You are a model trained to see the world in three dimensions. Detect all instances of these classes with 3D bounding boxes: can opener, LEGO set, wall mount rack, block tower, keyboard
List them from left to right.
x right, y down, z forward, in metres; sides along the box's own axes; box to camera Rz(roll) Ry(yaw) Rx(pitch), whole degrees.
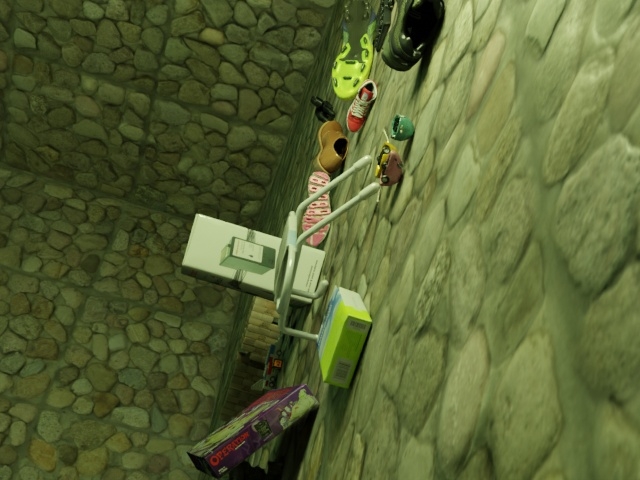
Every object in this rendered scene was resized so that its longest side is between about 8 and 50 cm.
[{"bbox_3d":[-0.169,0.300,2.364,0.091,0.097,0.336,-168,97,-83],"label":"block tower"},{"bbox_3d":[-0.106,0.235,2.177,0.244,0.060,0.182,-82,8,-50],"label":"LEGO set"},{"bbox_3d":[0.000,0.000,1.672,0.350,0.130,0.304,-96,20,-71],"label":"wall mount rack"},{"bbox_3d":[0.009,-0.367,2.670,0.059,0.073,0.186,-63,19,16],"label":"can opener"},{"bbox_3d":[0.144,-0.513,2.109,0.180,0.023,0.108,-84,13,-52],"label":"keyboard"}]

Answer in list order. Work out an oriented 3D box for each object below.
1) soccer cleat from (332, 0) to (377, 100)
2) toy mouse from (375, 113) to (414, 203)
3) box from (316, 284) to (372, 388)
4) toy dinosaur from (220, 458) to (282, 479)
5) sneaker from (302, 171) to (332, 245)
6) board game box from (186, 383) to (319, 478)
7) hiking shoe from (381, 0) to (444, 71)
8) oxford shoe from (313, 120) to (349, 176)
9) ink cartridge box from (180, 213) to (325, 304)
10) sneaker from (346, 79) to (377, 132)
[{"bbox_3d":[0.091,-0.440,2.198,0.121,0.093,0.289,60,-147,-56],"label":"soccer cleat"},{"bbox_3d":[0.117,-0.138,1.422,0.143,0.031,0.161,120,165,-62],"label":"toy mouse"},{"bbox_3d":[0.032,0.141,1.391,0.178,0.042,0.109,-109,37,-78],"label":"box"},{"bbox_3d":[-0.136,0.496,1.702,0.314,0.120,0.160,-91,6,-53],"label":"toy dinosaur"},{"bbox_3d":[-0.003,-0.063,2.059,0.075,0.063,0.171,75,-163,-69],"label":"sneaker"},{"bbox_3d":[-0.131,0.338,1.655,0.208,0.056,0.347,-30,-3,-17],"label":"board game box"},{"bbox_3d":[0.168,-0.386,1.484,0.114,0.086,0.227,179,102,-68],"label":"hiking shoe"},{"bbox_3d":[0.038,-0.224,2.150,0.076,0.076,0.212,-38,26,27],"label":"oxford shoe"},{"bbox_3d":[-0.156,0.050,2.037,0.211,0.289,0.122,142,144,-78],"label":"ink cartridge box"},{"bbox_3d":[0.086,-0.283,1.941,0.067,0.042,0.119,-109,38,-83],"label":"sneaker"}]
